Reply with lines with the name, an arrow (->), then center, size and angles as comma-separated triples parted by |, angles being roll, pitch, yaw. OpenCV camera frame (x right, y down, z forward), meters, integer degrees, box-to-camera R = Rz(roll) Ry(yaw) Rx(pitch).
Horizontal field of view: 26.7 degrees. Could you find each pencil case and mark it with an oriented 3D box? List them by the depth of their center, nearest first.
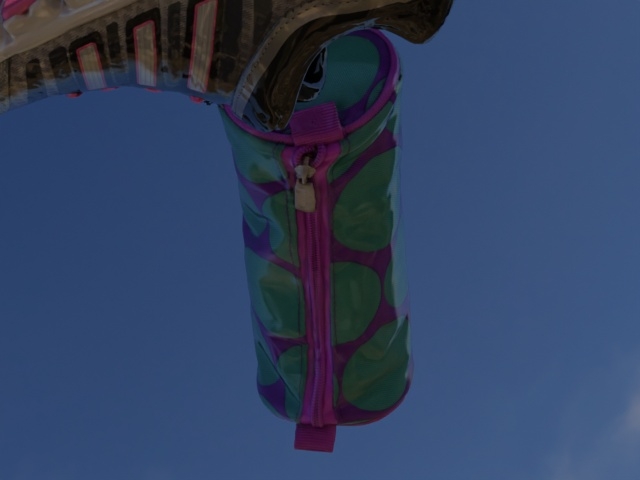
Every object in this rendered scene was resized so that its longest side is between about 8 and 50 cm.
pencil case -> 0.000, 0.000, 0.477 | 0.064, 0.070, 0.152 | 1, -48, 8

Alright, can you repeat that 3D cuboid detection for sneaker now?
sneaker -> -0.036, -0.057, 0.349 | 0.170, 0.063, 0.075 | -18, -50, 33
